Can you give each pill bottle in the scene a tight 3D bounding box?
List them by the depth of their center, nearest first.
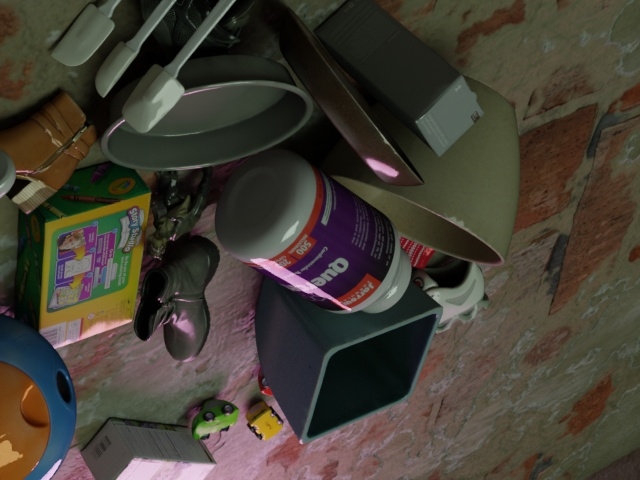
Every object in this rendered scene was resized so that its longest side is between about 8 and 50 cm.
[{"bbox_3d":[0.000,0.000,2.057,0.181,0.181,0.323,-48,134,11],"label":"pill bottle"}]

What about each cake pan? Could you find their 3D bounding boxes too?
[{"bbox_3d":[-0.157,-0.173,1.804,0.293,0.054,0.293,-12,165,-3],"label":"cake pan"}]

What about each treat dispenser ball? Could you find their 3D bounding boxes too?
[{"bbox_3d":[-0.486,0.240,1.853,0.288,0.288,0.288,-27,146,-21],"label":"treat dispenser ball"}]

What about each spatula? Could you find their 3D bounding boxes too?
[{"bbox_3d":[-0.203,-0.273,1.656,0.242,0.168,0.019,-50,168,6],"label":"spatula"}]

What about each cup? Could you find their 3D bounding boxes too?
[{"bbox_3d":[0.189,-0.133,2.128,0.236,0.331,0.331,-64,148,-7],"label":"cup"}]

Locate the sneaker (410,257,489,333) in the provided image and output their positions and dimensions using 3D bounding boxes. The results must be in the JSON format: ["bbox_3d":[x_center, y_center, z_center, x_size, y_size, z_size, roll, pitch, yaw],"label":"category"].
[{"bbox_3d":[0.174,0.129,2.592,0.331,0.122,0.146,-31,133,-18],"label":"sneaker"}]

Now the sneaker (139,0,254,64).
[{"bbox_3d":[-0.137,-0.263,1.751,0.227,0.130,0.087,62,37,-56],"label":"sneaker"}]

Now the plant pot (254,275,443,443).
[{"bbox_3d":[0.020,0.149,2.305,0.247,0.252,0.247,-18,142,-31],"label":"plant pot"}]

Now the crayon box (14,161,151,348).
[{"bbox_3d":[-0.348,0.026,1.931,0.165,0.081,0.278,-19,142,-32],"label":"crayon box"}]

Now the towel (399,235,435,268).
[{"bbox_3d":[0.165,-0.041,2.437,0.199,0.031,0.275,-52,146,16],"label":"towel"}]

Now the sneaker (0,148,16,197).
[{"bbox_3d":[-0.462,-0.035,1.673,0.256,0.094,0.151,-19,150,18],"label":"sneaker"}]

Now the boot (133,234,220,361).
[{"bbox_3d":[-0.244,0.116,2.102,0.161,0.083,0.246,-40,150,-50],"label":"boot"}]

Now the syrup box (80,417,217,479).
[{"bbox_3d":[-0.307,0.396,2.409,0.093,0.096,0.237,-49,148,16],"label":"syrup box"}]

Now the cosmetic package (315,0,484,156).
[{"bbox_3d":[0.117,-0.244,1.942,0.107,0.238,0.127,-42,147,2],"label":"cosmetic package"}]

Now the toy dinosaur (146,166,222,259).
[{"bbox_3d":[-0.196,-0.063,1.984,0.268,0.064,0.118,-38,134,-55],"label":"toy dinosaur"}]

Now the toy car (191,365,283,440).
[{"bbox_3d":[-0.152,0.310,2.510,0.225,0.053,0.239,-17,140,-33],"label":"toy car"}]

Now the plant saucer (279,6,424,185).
[{"bbox_3d":[0.034,-0.189,1.859,0.050,0.310,0.310,-39,148,7],"label":"plant saucer"}]

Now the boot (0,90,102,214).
[{"bbox_3d":[-0.382,-0.138,1.721,0.152,0.073,0.197,-47,146,-6],"label":"boot"}]
